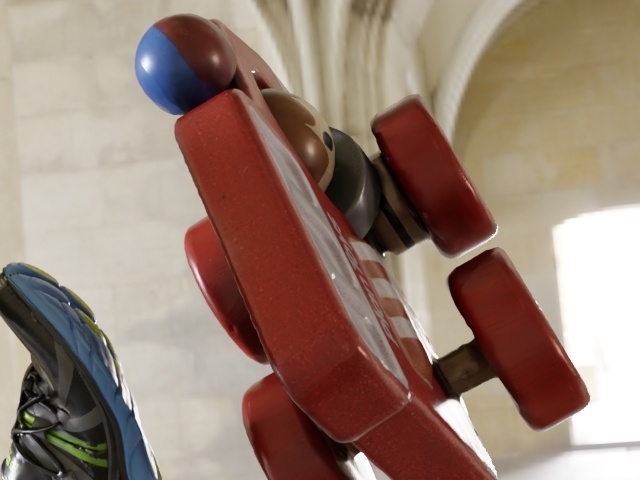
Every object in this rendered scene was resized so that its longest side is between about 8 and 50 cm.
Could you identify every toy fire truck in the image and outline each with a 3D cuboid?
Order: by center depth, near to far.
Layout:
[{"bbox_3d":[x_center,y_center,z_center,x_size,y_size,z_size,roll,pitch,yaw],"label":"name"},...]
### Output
[{"bbox_3d":[0.000,0.000,0.719,0.169,0.302,0.254,-30,-37,7],"label":"toy fire truck"}]

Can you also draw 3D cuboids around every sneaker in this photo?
[{"bbox_3d":[-0.132,0.099,0.701,0.078,0.188,0.067,-18,29,-8],"label":"sneaker"}]
